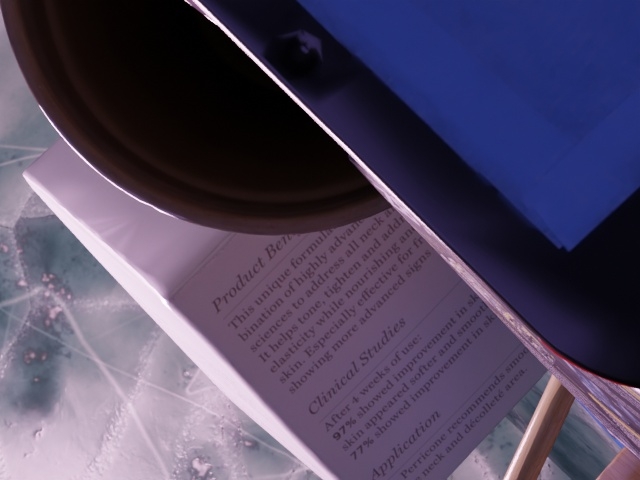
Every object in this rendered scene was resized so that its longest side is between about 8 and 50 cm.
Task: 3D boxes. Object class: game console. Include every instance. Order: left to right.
[{"bbox_3d":[0.094,-0.166,0.580,0.386,0.342,0.060,44,-148,-2],"label":"game console"}]

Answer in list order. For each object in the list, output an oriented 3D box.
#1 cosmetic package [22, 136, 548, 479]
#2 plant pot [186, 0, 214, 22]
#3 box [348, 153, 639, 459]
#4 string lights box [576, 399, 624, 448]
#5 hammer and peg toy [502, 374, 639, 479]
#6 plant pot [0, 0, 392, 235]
[{"bbox_3d":[0.000,0.000,1.778,0.327,0.329,0.393,35,167,52],"label":"cosmetic package"},{"bbox_3d":[0.058,-0.220,0.716,0.284,0.284,0.191,44,-149,-1],"label":"plant pot"},{"bbox_3d":[0.212,0.086,0.966,0.318,0.097,0.395,42,180,-34],"label":"box"},{"bbox_3d":[0.274,0.093,1.581,0.259,0.133,0.077,47,173,-15],"label":"string lights box"},{"bbox_3d":[0.301,0.155,1.294,0.361,0.266,0.127,39,-148,10],"label":"hammer and peg toy"},{"bbox_3d":[-0.023,-0.178,1.209,0.323,0.323,0.280,45,-172,-2],"label":"plant pot"}]
